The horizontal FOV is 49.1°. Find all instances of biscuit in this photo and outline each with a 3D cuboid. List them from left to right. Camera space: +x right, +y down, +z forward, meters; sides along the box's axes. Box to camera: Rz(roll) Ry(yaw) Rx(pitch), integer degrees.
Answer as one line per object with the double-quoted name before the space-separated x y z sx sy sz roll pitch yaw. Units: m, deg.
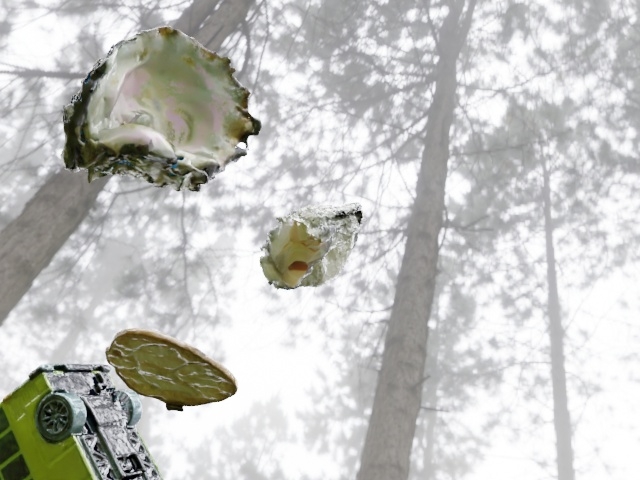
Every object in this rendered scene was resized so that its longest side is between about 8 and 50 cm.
"biscuit" -0.276 0.241 1.300 0.259 0.041 0.203 12 -51 7

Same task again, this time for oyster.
"oyster" -0.193 -0.148 0.852 0.092 0.259 0.198 -22 -75 45

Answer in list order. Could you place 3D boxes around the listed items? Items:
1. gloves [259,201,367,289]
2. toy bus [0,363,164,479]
"gloves" -0.003 -0.002 0.799 0.070 0.153 0.114 38 -67 24
"toy bus" -0.241 0.270 0.729 0.150 0.128 0.262 -37 -110 9
